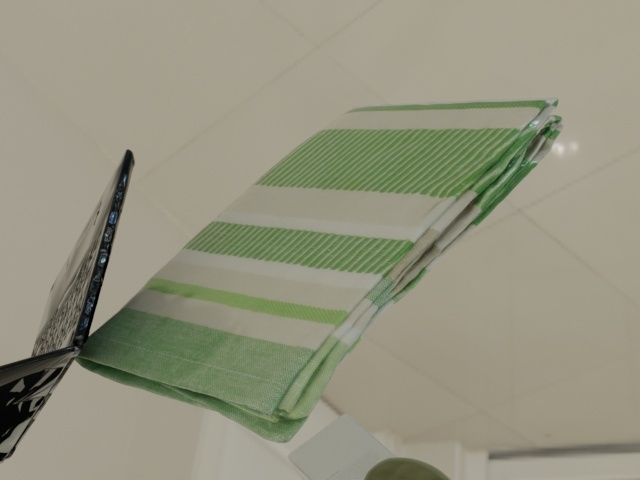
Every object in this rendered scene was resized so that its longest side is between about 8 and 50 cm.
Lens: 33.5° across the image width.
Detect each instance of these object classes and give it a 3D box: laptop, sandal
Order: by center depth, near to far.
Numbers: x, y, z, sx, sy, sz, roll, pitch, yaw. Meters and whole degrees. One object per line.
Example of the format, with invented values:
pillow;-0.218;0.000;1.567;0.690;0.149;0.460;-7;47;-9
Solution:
laptop;-0.258;0.074;0.785;0.136;0.264;0.234;21;143;-18
sandal;0.172;0.419;1.514;0.120;0.303;0.086;-48;144;2

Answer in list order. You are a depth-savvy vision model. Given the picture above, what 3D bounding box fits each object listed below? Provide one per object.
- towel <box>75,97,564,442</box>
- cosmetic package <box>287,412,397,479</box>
towel;0.000;0.000;0.772;0.247;0.325;0.038;7;135;49
cosmetic package;0.086;0.447;1.781;0.138;0.224;0.224;-35;118;-15
